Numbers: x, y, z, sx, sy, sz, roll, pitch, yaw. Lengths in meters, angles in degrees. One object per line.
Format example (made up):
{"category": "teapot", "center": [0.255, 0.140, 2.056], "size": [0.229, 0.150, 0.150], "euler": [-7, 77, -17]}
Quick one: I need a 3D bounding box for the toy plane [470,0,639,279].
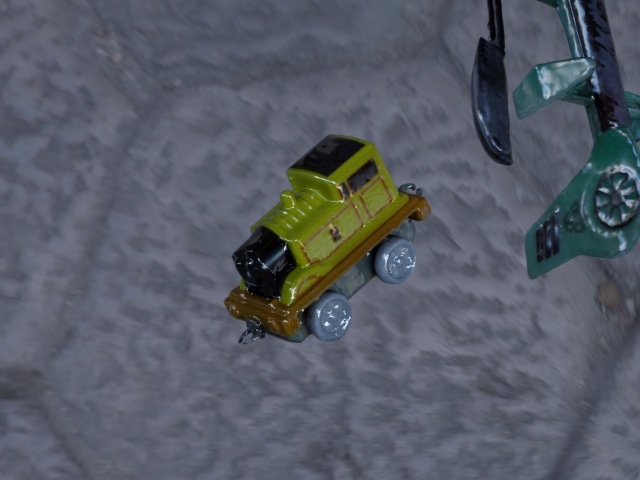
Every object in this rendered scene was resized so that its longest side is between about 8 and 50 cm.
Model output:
{"category": "toy plane", "center": [0.133, -0.171, 1.000], "size": [0.155, 0.106, 0.381], "euler": [-32, 60, 45]}

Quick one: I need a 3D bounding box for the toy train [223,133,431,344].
{"category": "toy train", "center": [0.000, 0.000, 1.533], "size": [0.219, 0.127, 0.089], "euler": [-41, 33, -24]}
